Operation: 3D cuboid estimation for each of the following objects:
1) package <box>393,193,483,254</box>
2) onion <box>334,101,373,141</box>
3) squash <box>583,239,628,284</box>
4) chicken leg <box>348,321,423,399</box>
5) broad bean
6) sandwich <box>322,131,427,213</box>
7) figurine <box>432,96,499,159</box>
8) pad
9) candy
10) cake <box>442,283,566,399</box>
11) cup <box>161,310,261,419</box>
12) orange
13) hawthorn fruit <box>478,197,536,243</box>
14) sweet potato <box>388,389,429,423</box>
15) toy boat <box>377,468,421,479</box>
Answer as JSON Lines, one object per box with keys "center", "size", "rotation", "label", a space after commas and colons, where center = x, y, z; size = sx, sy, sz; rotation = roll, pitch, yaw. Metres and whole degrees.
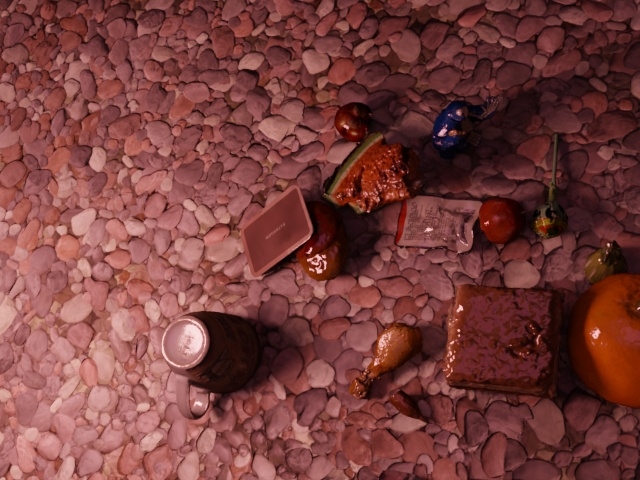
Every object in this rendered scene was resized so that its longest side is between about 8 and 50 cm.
{"center": [0.321, -0.046, 1.953], "size": [0.232, 0.040, 0.166], "rotation": [5, 73, 26], "label": "package"}
{"center": [0.094, -0.342, 2.065], "size": [0.118, 0.119, 0.117], "rotation": [0, 46, 17], "label": "onion"}
{"center": [0.701, 0.051, 1.755], "size": [0.105, 0.132, 0.105], "rotation": [-5, 71, 15], "label": "squash"}
{"center": [0.166, 0.313, 1.869], "size": [0.107, 0.087, 0.251], "rotation": [40, 93, 15], "label": "chicken leg"}
{"center": [-0.003, -0.001, 1.989], "size": [0.156, 0.122, 0.229], "rotation": [-11, 68, 12], "label": "broad bean"}
{"center": [0.178, -0.163, 1.958], "size": [0.250, 0.162, 0.301], "rotation": [-55, 32, -13], "label": "sandwich"}
{"center": [0.357, -0.309, 1.905], "size": [0.164, 0.262, 0.121], "rotation": [-33, 75, -10], "label": "figurine"}
{"center": [-0.128, -0.025, 2.027], "size": [0.266, 0.002, 0.176], "rotation": [-36, 59, 33], "label": "pad"}
{"center": [0.603, -0.148, 1.883], "size": [0.091, 0.083, 0.305], "rotation": [14, 69, -10], "label": "candy"}
{"center": [0.432, 0.235, 1.703], "size": [0.282, 0.290, 0.256], "rotation": [2, 73, 20], "label": "cake"}
{"center": [-0.323, 0.326, 1.920], "size": [0.227, 0.257, 0.301], "rotation": [12, 80, 22], "label": "cup"}
{"center": [0.710, 0.221, 1.615], "size": [0.312, 0.312, 0.312], "rotation": [-5, 73, 15], "label": "orange"}
{"center": [0.469, -0.058, 1.858], "size": [0.125, 0.140, 0.125], "rotation": [15, 48, -17], "label": "hawthorn fruit"}
{"center": [0.229, 0.427, 1.834], "size": [0.117, 0.049, 0.049], "rotation": [37, 87, 17], "label": "sweet potato"}
{"center": [0.231, 0.695, 1.743], "size": [0.282, 0.096, 0.206], "rotation": [34, 71, 13], "label": "toy boat"}
